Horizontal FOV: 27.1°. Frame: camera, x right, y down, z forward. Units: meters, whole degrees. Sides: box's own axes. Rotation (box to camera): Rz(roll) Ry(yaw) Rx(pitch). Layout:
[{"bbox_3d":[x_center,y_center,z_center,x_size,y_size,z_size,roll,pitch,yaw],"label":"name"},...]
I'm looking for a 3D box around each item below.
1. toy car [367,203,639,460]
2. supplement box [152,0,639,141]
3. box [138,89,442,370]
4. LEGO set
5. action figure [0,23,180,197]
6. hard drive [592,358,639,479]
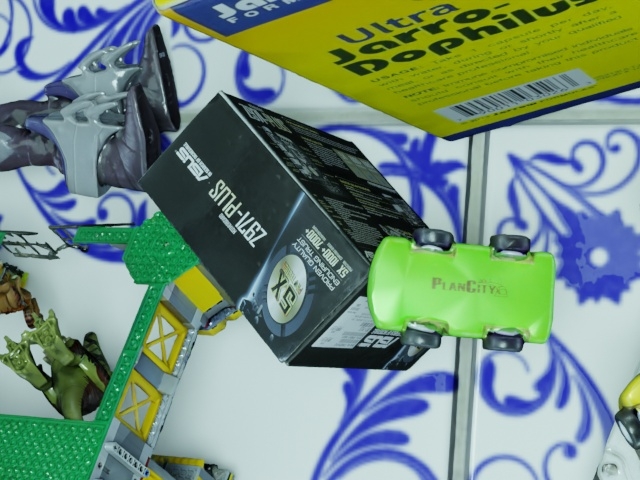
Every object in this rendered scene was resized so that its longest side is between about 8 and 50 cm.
[{"bbox_3d":[0.135,0.030,0.704,0.225,0.053,0.239,6,86,-2],"label":"toy car"},{"bbox_3d":[0.072,-0.193,0.697,0.195,0.356,0.194,-15,79,25],"label":"supplement box"},{"bbox_3d":[0.000,0.000,0.810,0.077,0.180,0.147,-46,68,15],"label":"box"},{"bbox_3d":[-0.171,0.115,0.917,0.331,0.192,0.255,-8,53,25],"label":"LEGO set"},{"bbox_3d":[-0.248,-0.075,0.959,0.285,0.185,0.099,-8,114,11],"label":"action figure"},{"bbox_3d":[0.339,0.101,0.700,0.339,0.064,0.237,24,95,27],"label":"hard drive"}]
